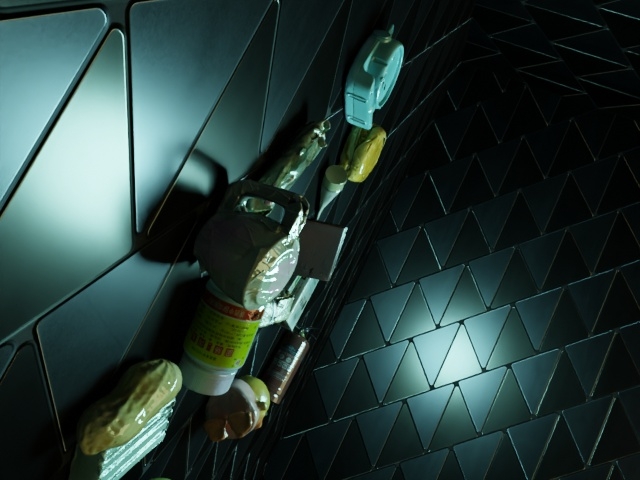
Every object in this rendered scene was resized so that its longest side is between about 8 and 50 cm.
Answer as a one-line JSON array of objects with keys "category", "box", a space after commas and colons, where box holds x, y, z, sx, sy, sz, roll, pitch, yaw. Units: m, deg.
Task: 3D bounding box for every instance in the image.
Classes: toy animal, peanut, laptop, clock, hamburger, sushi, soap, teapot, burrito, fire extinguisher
[{"category": "toy animal", "box": [-0.241, 0.499, 1.426, 0.281, 0.195, 0.169, 40, 35, -73]}, {"category": "peanut", "box": [-0.326, 0.281, 0.816, 0.214, 0.090, 0.098, -47, 151, -55]}, {"category": "laptop", "box": [-0.016, 0.030, 1.485, 0.026, 0.154, 0.207, -97, -160, -59]}, {"category": "clock", "box": [0.161, -0.479, 1.348, 0.274, 0.094, 0.223, -61, 168, -14]}, {"category": "hamburger", "box": [0.135, -0.296, 1.571, 0.214, 0.108, 0.214, -57, 168, -18]}, {"category": "sushi", "box": [-0.153, 0.179, 1.271, 0.134, 0.109, 0.273, -65, 166, -5]}, {"category": "soap", "box": [-0.366, 0.372, 0.883, 0.114, 0.063, 0.198, -70, 166, 14]}, {"category": "teapot", "box": [-0.141, 0.002, 0.873, 0.163, 0.178, 0.221, -37, 151, -51]}, {"category": "burrito", "box": [-0.070, -0.168, 1.064, 0.309, 0.066, 0.096, -55, 166, -28]}, {"category": "fire extinguisher", "box": [-0.126, 0.478, 1.871, 0.337, 0.135, 0.114, -61, 172, -21]}]

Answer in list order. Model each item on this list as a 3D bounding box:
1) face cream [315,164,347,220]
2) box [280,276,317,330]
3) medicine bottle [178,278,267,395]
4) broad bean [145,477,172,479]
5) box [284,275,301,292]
[{"category": "face cream", "box": [0.026, -0.152, 1.518, 0.114, 0.070, 0.224, -58, 178, -26]}, {"category": "box", "box": [-0.080, 0.187, 1.672, 0.243, 0.067, 0.155, -61, 165, -20]}, {"category": "medicine bottle", "box": [-0.212, 0.200, 1.009, 0.225, 0.139, 0.139, -67, 167, 9]}, {"category": "broad bean", "box": [-0.423, 0.676, 1.096, 0.238, 0.119, 0.291, -44, 154, -36]}, {"category": "box", "box": [-0.110, 0.153, 1.545, 0.207, 0.041, 0.050, -57, 162, -33]}]
